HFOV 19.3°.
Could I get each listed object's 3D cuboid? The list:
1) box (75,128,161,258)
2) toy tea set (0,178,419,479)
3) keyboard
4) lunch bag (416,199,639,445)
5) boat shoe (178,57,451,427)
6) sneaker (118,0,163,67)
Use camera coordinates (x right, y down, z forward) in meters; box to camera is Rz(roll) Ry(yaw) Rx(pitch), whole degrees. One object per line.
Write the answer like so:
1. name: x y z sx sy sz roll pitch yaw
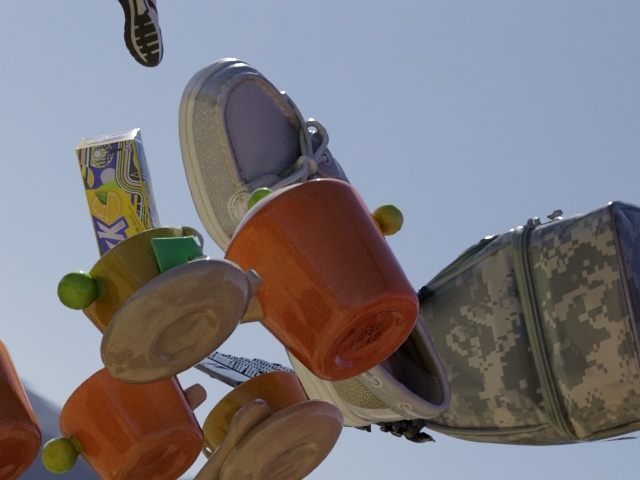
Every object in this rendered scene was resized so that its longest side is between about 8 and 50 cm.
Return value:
1. box: -0.185 -0.016 1.793 0.059 0.168 0.054 -10 15 5
2. toy tea set: -0.094 0.045 1.041 0.336 0.200 0.124 7 38 -51
3. keyboard: -0.011 0.138 1.725 0.202 0.033 0.317 18 -2 -14
4. lunch bag: 0.226 0.095 1.760 0.256 0.212 0.305 -20 -13 28
5. boat shoe: -0.001 0.002 1.446 0.103 0.118 0.320 -7 -67 46
6. sneaker: -0.169 -0.220 1.808 0.040 0.109 0.044 -6 16 28
